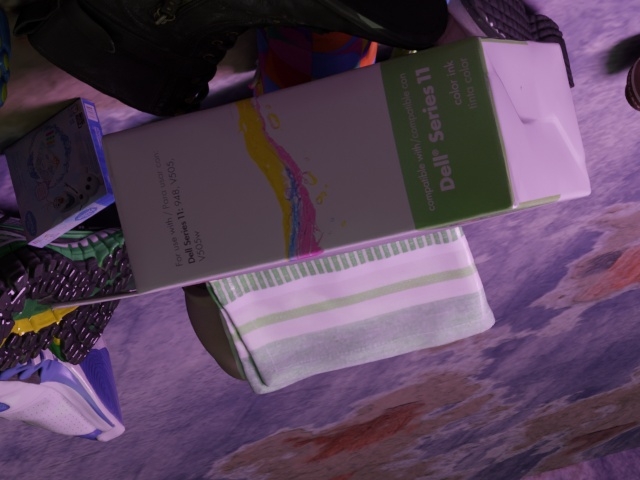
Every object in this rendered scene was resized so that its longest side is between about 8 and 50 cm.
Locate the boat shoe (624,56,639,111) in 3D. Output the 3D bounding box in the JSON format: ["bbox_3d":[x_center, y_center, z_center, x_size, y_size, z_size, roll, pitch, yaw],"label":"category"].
[{"bbox_3d":[0.415,-0.176,1.779,0.257,0.095,0.095,-10,173,-10],"label":"boat shoe"}]

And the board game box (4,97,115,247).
[{"bbox_3d":[-0.209,-0.054,1.475,0.090,0.090,0.020,-29,154,26],"label":"board game box"}]

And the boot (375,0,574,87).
[{"bbox_3d":[0.105,-0.154,1.542,0.161,0.083,0.246,-17,158,21],"label":"boot"}]

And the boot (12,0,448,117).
[{"bbox_3d":[-0.066,-0.155,1.263,0.263,0.091,0.229,24,145,-9],"label":"boot"}]

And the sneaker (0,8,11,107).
[{"bbox_3d":[-0.269,-0.138,1.260,0.078,0.067,0.188,-3,167,17],"label":"sneaker"}]

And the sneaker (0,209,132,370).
[{"bbox_3d":[-0.263,0.022,1.612,0.134,0.146,0.343,-62,166,4],"label":"sneaker"}]

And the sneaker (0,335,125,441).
[{"bbox_3d":[-0.336,0.125,1.809,0.182,0.127,0.315,-21,154,14],"label":"sneaker"}]

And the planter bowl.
[{"bbox_3d":[-0.071,0.044,1.803,0.162,0.162,0.109,-28,133,21],"label":"planter bowl"}]

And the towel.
[{"bbox_3d":[0.000,0.000,1.641,0.248,0.038,0.325,-16,131,9],"label":"towel"}]

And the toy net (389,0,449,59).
[{"bbox_3d":[0.085,-0.226,1.317,0.122,0.045,0.232,-56,171,-38],"label":"toy net"}]

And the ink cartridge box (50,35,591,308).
[{"bbox_3d":[-0.010,-0.046,1.297,0.353,0.119,0.207,-13,179,23],"label":"ink cartridge box"}]

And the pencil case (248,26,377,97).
[{"bbox_3d":[-0.008,-0.151,1.408,0.104,0.104,0.236,-16,160,-11],"label":"pencil case"}]
